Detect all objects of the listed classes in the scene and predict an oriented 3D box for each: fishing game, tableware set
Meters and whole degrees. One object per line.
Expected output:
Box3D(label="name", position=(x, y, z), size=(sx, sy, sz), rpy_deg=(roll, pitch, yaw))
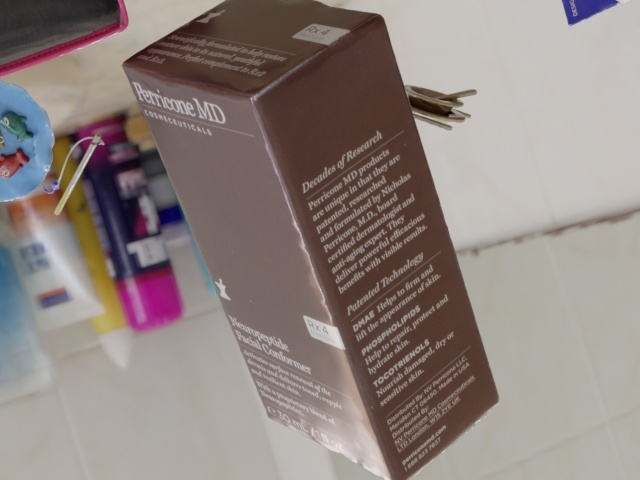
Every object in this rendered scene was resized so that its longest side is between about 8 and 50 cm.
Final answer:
Box3D(label="fishing game", position=(-0.414, -0.114, 1.594), size=(0.189, 0.264, 0.041), rpy_deg=(-50, -155, 30))
Box3D(label="tableware set", position=(0.079, -0.181, 1.526), size=(0.194, 0.039, 0.128), rpy_deg=(20, -163, 12))

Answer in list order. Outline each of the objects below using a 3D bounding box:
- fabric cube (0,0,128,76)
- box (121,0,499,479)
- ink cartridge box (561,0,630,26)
Box3D(label="fabric cube", position=(-0.310, -0.280, 0.939), size=(0.254, 0.258, 0.259), rpy_deg=(-19, 140, -4))
Box3D(label="box", position=(0.000, 0.000, 1.094), size=(0.143, 0.381, 0.191), rpy_deg=(-35, -148, -27))
Box3D(label="ink cartridge box", position=(0.310, -0.319, 1.078), size=(0.069, 0.176, 0.371), rpy_deg=(-10, 173, -41))
